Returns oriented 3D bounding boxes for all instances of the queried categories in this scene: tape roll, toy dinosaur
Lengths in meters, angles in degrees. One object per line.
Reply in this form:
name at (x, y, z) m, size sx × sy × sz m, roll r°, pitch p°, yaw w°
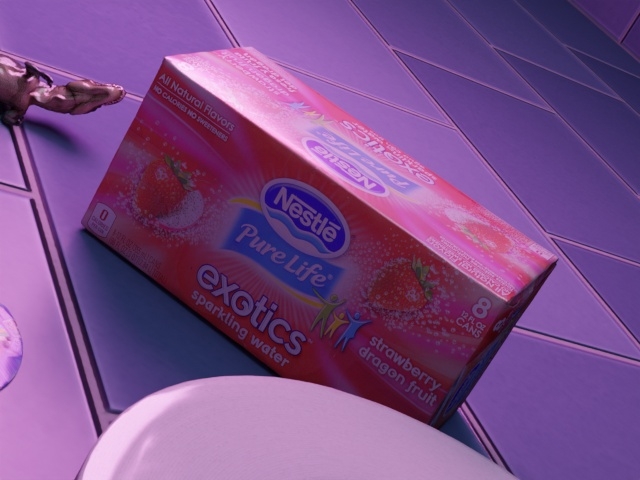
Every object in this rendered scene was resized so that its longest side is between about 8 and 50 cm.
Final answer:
tape roll at (0.043, 0.218, 0.654) m, size 0.392 × 0.072 × 0.392 m, roll 26°, pitch 23°, yaw -12°
toy dinosaur at (-0.289, -0.138, 1.027) m, size 0.268 × 0.064 × 0.118 m, roll 23°, pitch 16°, yaw -12°

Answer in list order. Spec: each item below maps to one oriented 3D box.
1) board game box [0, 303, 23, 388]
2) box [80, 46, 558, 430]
board game box at (-0.246, 0.028, 0.752) m, size 0.169 × 0.033 × 0.133 m, roll 28°, pitch 22°, yaw -5°
box at (0.000, 0.000, 0.961) m, size 0.300 × 0.154 × 0.142 m, roll 37°, pitch 23°, yaw 13°
